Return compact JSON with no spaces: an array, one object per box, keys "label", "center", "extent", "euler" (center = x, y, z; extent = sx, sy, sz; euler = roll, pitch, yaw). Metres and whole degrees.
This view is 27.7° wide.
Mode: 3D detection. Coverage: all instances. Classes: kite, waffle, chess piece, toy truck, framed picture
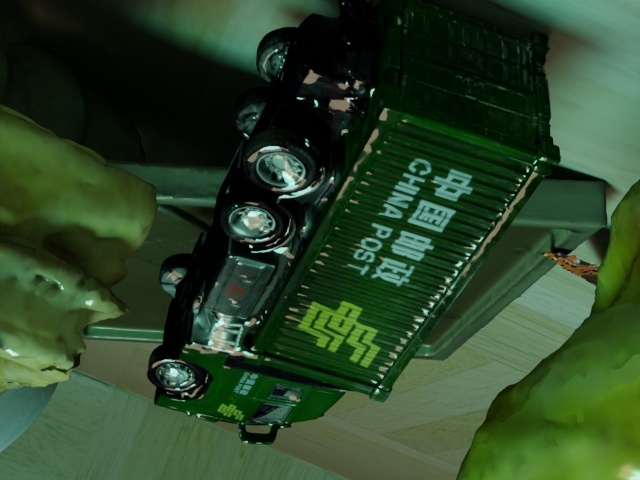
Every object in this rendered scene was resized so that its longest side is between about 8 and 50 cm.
[{"label":"kite","center":[0.213,0.036,0.804],"extent":[0.222,0.008,0.125],"euler":[15,172,-11]},{"label":"waffle","center":[-0.268,-0.013,0.634],"extent":[0.261,0.114,0.376],"euler":[26,159,-27]},{"label":"chess piece","center":[-0.201,-0.081,0.789],"extent":[0.133,0.133,0.243],"euler":[9,167,37]},{"label":"toy truck","center":[0.000,0.000,0.624],"extent":[0.121,0.088,0.259],"euler":[16,139,-13]},{"label":"framed picture","center":[-0.029,0.026,0.888],"extent":[0.326,0.028,0.446],"euler":[4,165,-6]}]

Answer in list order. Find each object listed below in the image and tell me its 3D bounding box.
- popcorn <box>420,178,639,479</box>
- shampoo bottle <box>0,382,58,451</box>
[{"label":"popcorn","center":[0.219,0.094,0.527],"extent":[0.336,0.274,0.279],"euler":[-11,176,9]},{"label":"shampoo bottle","center":[-0.344,0.037,0.983],"extent":[0.273,0.273,0.266],"euler":[11,133,34]}]
